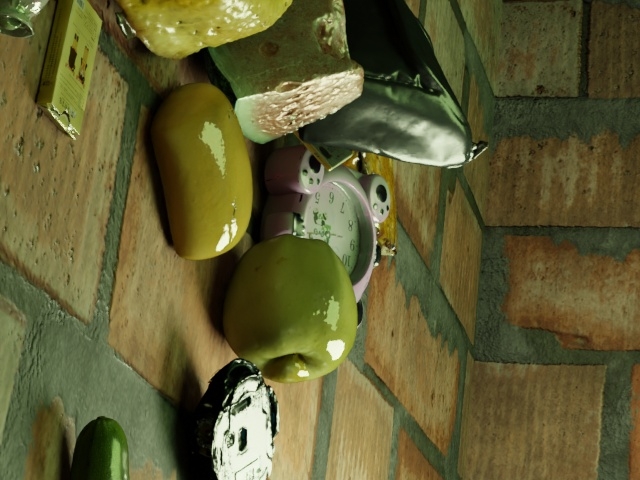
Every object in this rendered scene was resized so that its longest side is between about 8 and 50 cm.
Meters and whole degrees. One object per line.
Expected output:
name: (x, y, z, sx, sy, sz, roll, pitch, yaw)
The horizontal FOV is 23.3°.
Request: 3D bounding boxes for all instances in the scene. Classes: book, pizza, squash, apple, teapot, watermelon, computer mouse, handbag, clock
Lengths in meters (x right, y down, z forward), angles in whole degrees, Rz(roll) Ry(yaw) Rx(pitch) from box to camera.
book: (-0.027, -0.174, 2.217, 0.172, 0.012, 0.118, 48, 21, 1)
pizza: (0.059, -0.095, 2.505, 0.409, 0.114, 0.278, 68, 27, -49)
squash: (-0.232, 0.311, 1.634, 0.066, 0.066, 0.252, -5, 94, -73)
apple: (-0.039, 0.091, 2.068, 0.200, 0.200, 0.200, 0, 90, -73)
teapot: (-0.295, -0.232, 1.463, 0.083, 0.064, 0.064, 26, 69, -35)
watermelon: (-0.040, -0.260, 2.030, 0.148, 0.226, 0.318, 96, 13, -58)
computer mouse: (-0.118, 0.256, 1.979, 0.146, 0.077, 0.242, -25, 122, -50)
handbag: (0.093, -0.248, 2.207, 0.302, 0.275, 0.178, -103, -158, -55)
clock: (0.000, 0.000, 2.262, 0.227, 0.090, 0.248, 21, 71, -48)

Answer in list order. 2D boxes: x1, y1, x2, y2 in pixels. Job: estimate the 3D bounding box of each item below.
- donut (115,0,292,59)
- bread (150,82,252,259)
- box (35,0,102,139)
donut: (-0.122, -0.406, 1.801, 0.435, 0.163, 0.378, -30, 116, -71)
bread: (-0.137, -0.084, 1.900, 0.147, 0.098, 0.217, -60, 145, -52)
box: (-0.262, -0.186, 1.620, 0.073, 0.020, 0.149, 59, 35, -61)
